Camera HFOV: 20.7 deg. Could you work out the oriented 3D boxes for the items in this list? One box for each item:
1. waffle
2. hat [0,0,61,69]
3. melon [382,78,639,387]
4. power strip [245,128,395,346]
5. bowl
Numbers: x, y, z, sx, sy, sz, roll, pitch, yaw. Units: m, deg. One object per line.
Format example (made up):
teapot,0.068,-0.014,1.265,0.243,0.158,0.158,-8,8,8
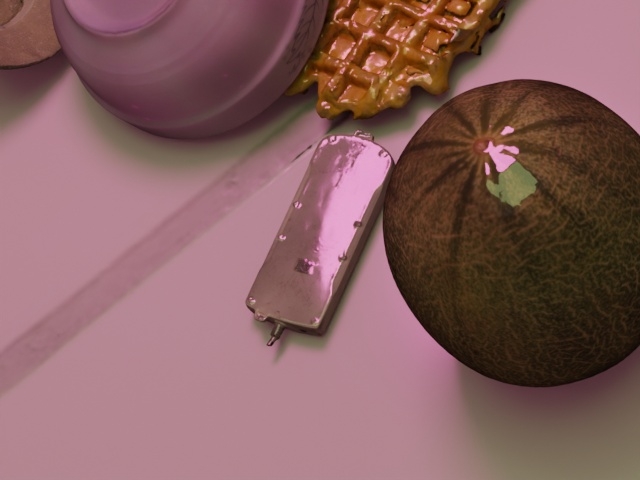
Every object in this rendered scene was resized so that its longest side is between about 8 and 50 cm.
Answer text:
waffle,0.069,-0.242,1.710,0.281,0.060,0.262,-15,66,11
hat,-0.372,-0.277,1.801,0.130,0.257,0.257,-22,54,48
melon,0.172,-0.008,1.430,0.237,0.301,0.237,-7,65,16
power strip,0.000,0.000,1.633,0.080,0.029,0.227,18,72,21
bowl,-0.146,-0.251,1.686,0.287,0.144,0.287,-7,75,27
